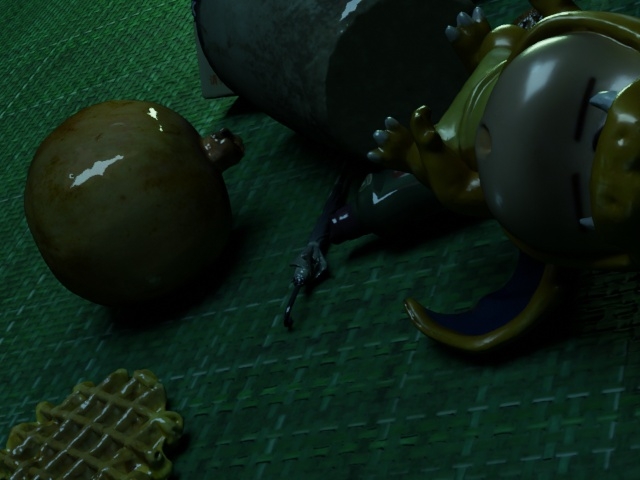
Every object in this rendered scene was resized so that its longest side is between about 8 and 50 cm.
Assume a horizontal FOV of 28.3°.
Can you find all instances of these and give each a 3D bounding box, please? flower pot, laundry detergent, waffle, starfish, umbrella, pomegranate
[{"bbox_3d":[0.032,-0.247,1.524,0.294,0.293,0.330,-35,32,-4],"label":"flower pot"},{"bbox_3d":[0.106,-0.059,1.385,0.222,0.078,0.144,-28,14,16],"label":"laundry detergent"},{"bbox_3d":[-0.254,0.238,1.302,0.249,0.056,0.253,-18,34,24],"label":"waffle"},{"bbox_3d":[0.263,-0.271,1.585,0.133,0.041,0.130,-8,36,36],"label":"starfish"},{"bbox_3d":[0.000,-0.004,1.438,0.044,0.044,0.269,11,44,10],"label":"umbrella"},{"bbox_3d":[-0.215,-0.054,1.528,0.270,0.229,0.252,-22,31,6],"label":"pomegranate"}]

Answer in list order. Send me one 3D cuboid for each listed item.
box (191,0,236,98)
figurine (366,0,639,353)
[{"bbox_3d":[-0.094,-0.364,1.806,0.198,0.310,0.084,-1,8,42],"label":"box"},{"bbox_3d":[0.251,-0.099,1.118,0.401,0.268,0.387,-38,27,-20],"label":"figurine"}]
